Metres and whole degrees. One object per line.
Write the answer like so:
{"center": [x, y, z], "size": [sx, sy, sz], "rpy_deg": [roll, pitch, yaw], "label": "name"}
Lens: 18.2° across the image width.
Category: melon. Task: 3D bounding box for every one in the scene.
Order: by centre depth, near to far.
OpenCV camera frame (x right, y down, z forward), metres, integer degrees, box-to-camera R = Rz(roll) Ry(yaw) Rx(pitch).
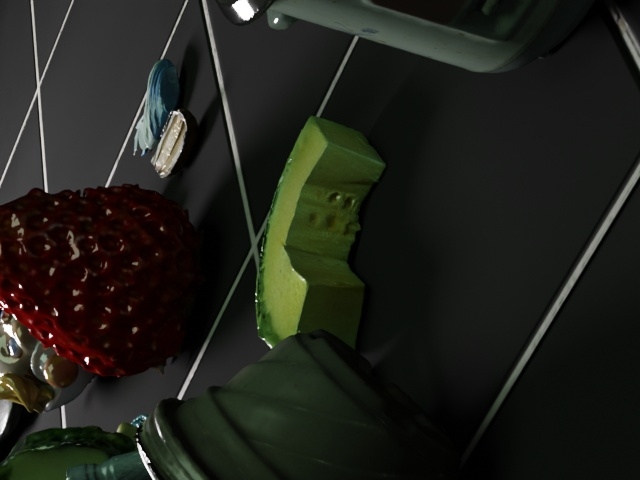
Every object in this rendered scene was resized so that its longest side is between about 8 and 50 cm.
{"center": [0.000, 0.000, 1.607], "size": [0.118, 0.064, 0.209], "rpy_deg": [162, 122, -67], "label": "melon"}

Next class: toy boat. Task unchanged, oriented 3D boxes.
{"center": [-0.192, -0.133, 2.220], "size": [0.105, 0.034, 0.149], "rpy_deg": [-94, 27, -43], "label": "toy boat"}

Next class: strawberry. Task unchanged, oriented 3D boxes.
{"center": [-0.240, 0.023, 1.949], "size": [0.205, 0.244, 0.205], "rpy_deg": [-52, 29, 45], "label": "strawberry"}

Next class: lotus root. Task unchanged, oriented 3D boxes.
{"center": [-0.147, -0.102, 2.093], "size": [0.037, 0.030, 0.083], "rpy_deg": [50, 133, 27], "label": "lotus root"}

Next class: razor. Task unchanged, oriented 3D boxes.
{"center": [-0.076, 0.155, 1.493], "size": [0.106, 0.232, 0.068], "rpy_deg": [-104, -1, -51], "label": "razor"}

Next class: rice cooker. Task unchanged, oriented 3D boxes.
{"center": [0.047, -0.253, 1.312], "size": [0.316, 0.317, 0.264], "rpy_deg": [124, 152, -42], "label": "rice cooker"}

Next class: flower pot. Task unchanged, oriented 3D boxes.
{"center": [0.003, 0.152, 1.332], "size": [0.140, 0.235, 0.235], "rpy_deg": [-47, 25, 5], "label": "flower pot"}

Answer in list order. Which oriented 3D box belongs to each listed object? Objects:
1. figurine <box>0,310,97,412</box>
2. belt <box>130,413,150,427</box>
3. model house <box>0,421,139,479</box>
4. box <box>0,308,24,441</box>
{"center": [-0.276, 0.067, 2.200], "size": [0.194, 0.133, 0.274], "rpy_deg": [29, 95, 51], "label": "figurine"}
{"center": [-0.163, 0.251, 1.864], "size": [0.100, 0.065, 0.179], "rpy_deg": [-50, 30, 30], "label": "belt"}
{"center": [-0.153, 0.223, 1.644], "size": [0.189, 0.214, 0.195], "rpy_deg": [-35, -31, -62], "label": "model house"}
{"center": [-0.405, 0.172, 2.563], "size": [0.212, 0.042, 0.201], "rpy_deg": [142, 137, -60], "label": "box"}
